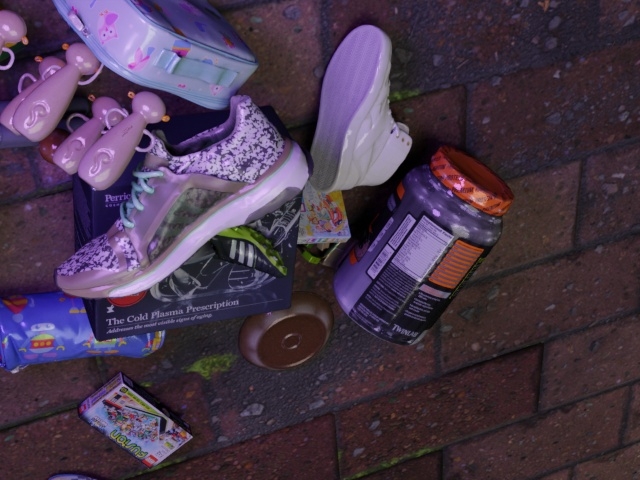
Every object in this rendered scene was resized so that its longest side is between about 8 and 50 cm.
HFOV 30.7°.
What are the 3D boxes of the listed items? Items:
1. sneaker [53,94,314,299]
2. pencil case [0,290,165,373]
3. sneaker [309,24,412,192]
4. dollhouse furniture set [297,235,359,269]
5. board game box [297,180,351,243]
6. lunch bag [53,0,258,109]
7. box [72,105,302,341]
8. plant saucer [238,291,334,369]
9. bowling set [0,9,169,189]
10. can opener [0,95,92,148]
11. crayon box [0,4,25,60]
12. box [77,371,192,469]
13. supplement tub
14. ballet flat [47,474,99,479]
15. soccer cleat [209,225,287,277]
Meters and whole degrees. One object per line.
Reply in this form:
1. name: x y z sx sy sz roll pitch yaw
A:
1. sneaker: -0.223 -0.074 1.675 0.410 0.158 0.182 -33 120 -2
2. pencil case: -0.419 0.150 2.004 0.306 0.119 0.133 -5 101 -22
3. sneaker: 0.088 -0.222 1.968 0.169 0.108 0.292 -7 124 -44
4. dollhouse furniture set: 0.000 0.000 2.151 0.076 0.058 0.152 -52 150 11
5. board game box: -0.013 -0.070 2.000 0.104 0.154 0.026 -3 158 -24
6. lunch bag: -0.228 -0.289 1.624 0.108 0.224 0.279 -49 152 21
7. box: -0.222 -0.030 1.911 0.343 0.179 0.312 -9 129 -19
8. plant saucer: -0.061 0.187 2.269 0.199 0.036 0.198 -14 133 -15
9. bowling set: -0.362 -0.196 1.642 0.287 0.200 0.154 38 82 -5
10. can opener: -0.458 -0.181 1.697 0.284 0.076 0.095 -9 157 -33
11. crayon box: -0.553 -0.320 1.575 0.202 0.081 0.318 -29 135 -2
12. box: -0.354 0.349 2.243 0.114 0.036 0.207 -39 126 9
13. supplement tub: 0.188 0.008 2.121 0.207 0.207 0.338 18 117 -36
14. ballet flat: -0.444 0.524 2.335 0.222 0.079 0.077 24 115 -38
15. soccer cleat: -0.125 0.012 1.834 0.072 0.060 0.179 -37 128 19
